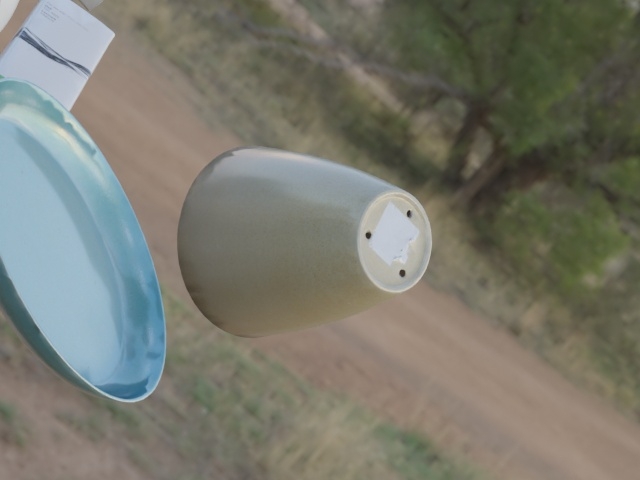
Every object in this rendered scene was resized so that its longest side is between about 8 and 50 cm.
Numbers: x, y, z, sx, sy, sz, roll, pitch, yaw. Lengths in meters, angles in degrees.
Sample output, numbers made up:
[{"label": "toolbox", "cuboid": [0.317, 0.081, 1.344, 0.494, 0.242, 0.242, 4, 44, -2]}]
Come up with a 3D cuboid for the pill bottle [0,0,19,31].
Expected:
[{"label": "pill bottle", "cuboid": [-0.309, -0.232, 1.164, 0.176, 0.176, 0.318, 36, 17, -30]}]

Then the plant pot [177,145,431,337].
[{"label": "plant pot", "cuboid": [0.000, 0.000, 1.999, 0.256, 0.256, 0.274, 35, -23, -35]}]

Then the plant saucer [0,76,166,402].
[{"label": "plant saucer", "cuboid": [-0.238, 0.005, 1.437, 0.317, 0.043, 0.317, 59, 17, -29]}]

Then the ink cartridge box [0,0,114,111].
[{"label": "ink cartridge box", "cuboid": [-0.322, -0.142, 1.677, 0.092, 0.160, 0.219, 35, 41, -13]}]

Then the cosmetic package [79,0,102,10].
[{"label": "cosmetic package", "cuboid": [-0.338, -0.412, 2.021, 0.127, 0.107, 0.238, 53, 0, 27]}]
